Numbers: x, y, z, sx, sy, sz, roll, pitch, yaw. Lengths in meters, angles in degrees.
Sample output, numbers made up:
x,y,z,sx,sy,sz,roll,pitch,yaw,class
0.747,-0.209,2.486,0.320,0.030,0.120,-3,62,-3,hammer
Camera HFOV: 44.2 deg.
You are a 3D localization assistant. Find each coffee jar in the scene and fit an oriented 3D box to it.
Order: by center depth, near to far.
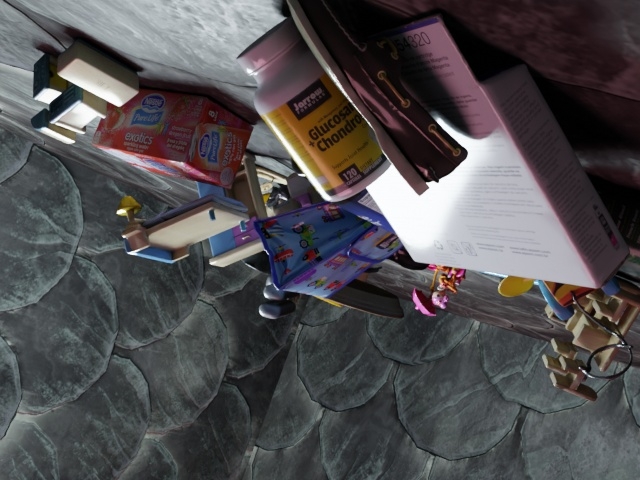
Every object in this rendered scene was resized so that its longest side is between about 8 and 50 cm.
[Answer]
x,y,z,sx,sy,sz,roll,pitch,yaw,class
0.371,-0.021,0.993,0.184,0.079,0.096,19,-179,10,coffee jar

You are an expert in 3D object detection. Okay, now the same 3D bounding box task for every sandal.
x,y,z,sx,sy,sz,roll,pitch,yaw,class
0.194,0.016,1.717,0.167,0.107,0.446,18,173,17,sandal
-0.185,-0.136,1.743,0.240,0.079,0.088,21,173,-9,sandal

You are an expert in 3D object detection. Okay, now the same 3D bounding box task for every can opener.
x,y,z,sx,sy,sz,roll,pitch,yaw,class
-0.097,0.119,1.707,0.095,0.076,0.283,15,-178,10,can opener

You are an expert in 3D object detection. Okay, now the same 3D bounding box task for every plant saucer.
x,y,z,sx,sy,sz,roll,pitch,yaw,class
0.055,0.107,1.720,0.277,0.041,0.278,18,-176,-1,plant saucer

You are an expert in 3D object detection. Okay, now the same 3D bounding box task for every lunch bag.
x,y,z,sx,sy,sz,roll,pitch,yaw,class
0.069,-0.020,1.394,0.293,0.138,0.221,-26,163,18,lunch bag

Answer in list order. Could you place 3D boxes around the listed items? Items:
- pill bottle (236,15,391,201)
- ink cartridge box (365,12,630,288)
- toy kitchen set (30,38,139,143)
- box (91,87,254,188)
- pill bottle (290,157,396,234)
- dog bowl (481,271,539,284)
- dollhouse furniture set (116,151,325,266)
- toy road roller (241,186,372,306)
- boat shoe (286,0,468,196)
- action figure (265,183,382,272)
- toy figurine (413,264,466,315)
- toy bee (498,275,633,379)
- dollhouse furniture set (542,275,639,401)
x,y,z,sx,sy,sz,roll,pitch,yaw,class
-0.005,-0.140,0.839,0.184,0.103,0.103,52,162,-18,pill bottle
0.137,-0.101,0.883,0.330,0.071,0.324,55,160,-21,ink cartridge box
-0.420,-0.285,1.318,0.207,0.166,0.122,-28,146,29,toy kitchen set
-0.262,-0.184,1.383,0.256,0.123,0.128,14,172,38,box
0.071,-0.094,1.122,0.219,0.123,0.122,25,172,-33,pill bottle
0.339,0.021,1.467,0.166,0.074,0.297,25,172,-39,dog bowl
-0.192,-0.097,1.469,0.286,0.198,0.303,-22,163,22,dollhouse furniture set
-0.036,0.000,1.955,0.329,0.203,0.240,25,-174,-11,toy road roller
0.055,-0.151,0.753,0.228,0.068,0.081,52,-171,-15,boat shoe
0.000,0.000,1.723,0.275,0.141,0.164,45,178,4,action figure
0.299,0.113,1.968,0.130,0.159,0.173,25,171,-37,toy figurine
0.353,0.031,1.107,0.162,0.195,0.298,50,-178,-20,toy bee
0.551,0.173,1.522,0.161,0.212,0.242,22,-160,-3,dollhouse furniture set
